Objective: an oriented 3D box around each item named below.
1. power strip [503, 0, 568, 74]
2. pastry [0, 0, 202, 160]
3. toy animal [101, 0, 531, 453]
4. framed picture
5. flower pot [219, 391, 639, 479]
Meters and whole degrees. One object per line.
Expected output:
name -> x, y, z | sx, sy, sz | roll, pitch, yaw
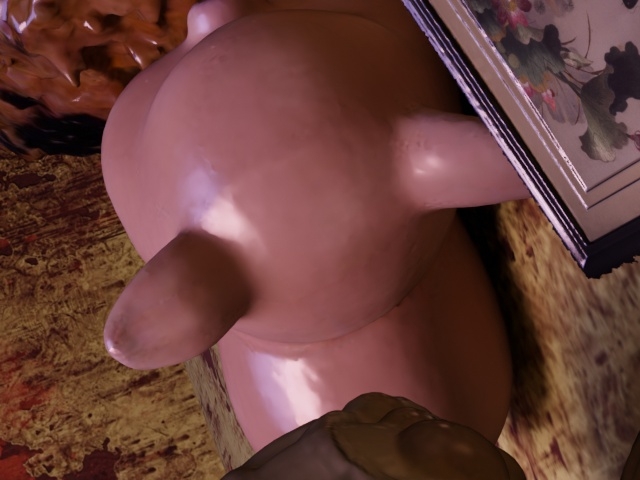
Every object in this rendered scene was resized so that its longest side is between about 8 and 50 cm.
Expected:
power strip -> 0.082, -0.186, 0.489 | 0.268, 0.034, 0.092 | 84, 161, -46
pastry -> -0.158, -0.221, 0.867 | 0.337, 0.293, 0.405 | 65, 150, 32
toy animal -> 0.004, 0.013, 0.744 | 0.269, 0.237, 0.326 | -136, 23, -82
framed picture -> 0.097, -0.088, 0.496 | 0.199, 0.010, 0.195 | 57, 158, 4
flower pot -> 0.094, 0.199, 0.542 | 0.307, 0.244, 0.307 | 162, 90, -76
